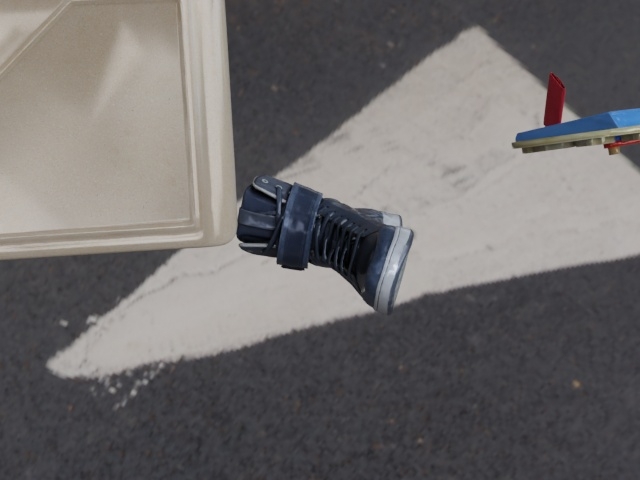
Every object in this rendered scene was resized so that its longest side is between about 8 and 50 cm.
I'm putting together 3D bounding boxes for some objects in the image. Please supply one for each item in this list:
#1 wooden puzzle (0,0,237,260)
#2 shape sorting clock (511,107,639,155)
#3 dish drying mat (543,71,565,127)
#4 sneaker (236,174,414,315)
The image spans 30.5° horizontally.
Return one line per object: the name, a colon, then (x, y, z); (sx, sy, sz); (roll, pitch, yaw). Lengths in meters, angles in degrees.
wooden puzzle: (-0.190, -0.099, 0.946); (0.238, 0.221, 0.044); (-4, 7, -12)
shape sorting clock: (0.304, -0.110, 1.225); (0.206, 0.206, 0.040); (-9, 90, -38)
dish drying mat: (0.274, -0.157, 1.372); (0.008, 0.083, 0.032); (-20, 53, -12)
sneaker: (-0.001, 0.002, 1.105); (0.163, 0.086, 0.226); (15, 8, -5)
